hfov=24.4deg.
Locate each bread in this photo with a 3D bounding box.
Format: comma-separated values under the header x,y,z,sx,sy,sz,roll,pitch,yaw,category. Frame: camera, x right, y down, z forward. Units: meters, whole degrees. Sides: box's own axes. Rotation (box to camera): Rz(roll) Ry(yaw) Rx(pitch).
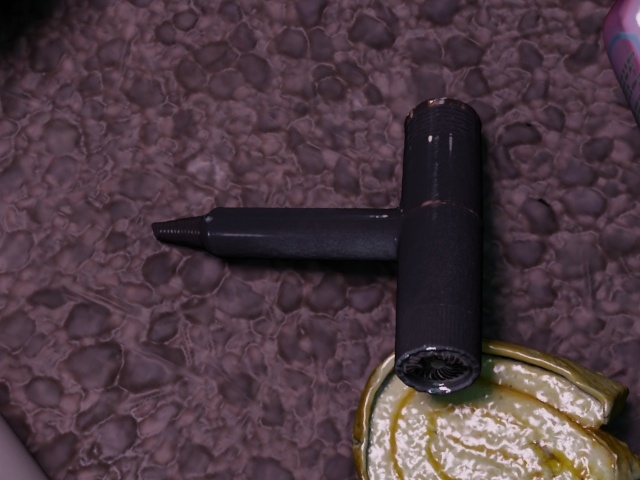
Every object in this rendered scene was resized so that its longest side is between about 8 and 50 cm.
x,y,z,sx,sy,sz,roll,pitch,yaw,category
0.094,0.113,0.790,0.156,0.064,0.117,14,83,10,bread

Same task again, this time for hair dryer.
x,y,z,sx,sy,sz,roll,pitch,yaw,category
-0.006,0.012,0.810,0.195,0.050,0.173,-10,47,16,hair dryer

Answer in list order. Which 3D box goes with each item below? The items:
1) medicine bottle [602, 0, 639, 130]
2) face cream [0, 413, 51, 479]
x,y,z,sx,sy,sz,roll,pitch,yaw,category
0.222,-0.107,0.807,0.119,0.094,0.188,-22,77,3,medicine bottle
-0.198,0.140,0.799,0.096,0.096,0.214,-39,77,-3,face cream
